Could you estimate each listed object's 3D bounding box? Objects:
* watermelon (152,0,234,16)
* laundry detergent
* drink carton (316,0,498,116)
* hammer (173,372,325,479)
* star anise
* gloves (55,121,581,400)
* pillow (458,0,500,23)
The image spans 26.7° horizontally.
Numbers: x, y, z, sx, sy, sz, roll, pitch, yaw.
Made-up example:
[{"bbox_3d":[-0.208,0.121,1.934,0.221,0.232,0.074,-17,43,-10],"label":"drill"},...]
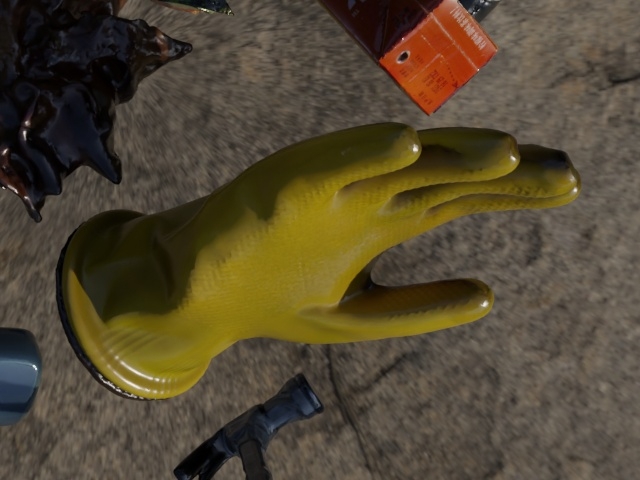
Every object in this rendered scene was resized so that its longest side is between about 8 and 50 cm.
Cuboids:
[{"bbox_3d":[-0.174,-0.286,1.494,0.119,0.245,0.063,36,87,-31],"label":"watermelon"},{"bbox_3d":[-0.343,0.115,1.126,0.206,0.061,0.097,3,134,-29],"label":"laundry detergent"},{"bbox_3d":[0.018,-0.191,0.913,0.071,0.096,0.223,-44,60,8],"label":"drink carton"},{"bbox_3d":[-0.033,0.226,1.103,0.152,0.427,0.044,-33,108,-2],"label":"hammer"},{"bbox_3d":[-0.160,-0.136,0.759,0.346,0.148,0.237,-20,65,27],"label":"star anise"},{"bbox_3d":[-0.001,0.000,0.714,0.294,0.133,0.116,-19,78,36],"label":"gloves"},{"bbox_3d":[0.215,-0.382,1.581,0.106,0.186,0.250,21,126,-25],"label":"pillow"}]
